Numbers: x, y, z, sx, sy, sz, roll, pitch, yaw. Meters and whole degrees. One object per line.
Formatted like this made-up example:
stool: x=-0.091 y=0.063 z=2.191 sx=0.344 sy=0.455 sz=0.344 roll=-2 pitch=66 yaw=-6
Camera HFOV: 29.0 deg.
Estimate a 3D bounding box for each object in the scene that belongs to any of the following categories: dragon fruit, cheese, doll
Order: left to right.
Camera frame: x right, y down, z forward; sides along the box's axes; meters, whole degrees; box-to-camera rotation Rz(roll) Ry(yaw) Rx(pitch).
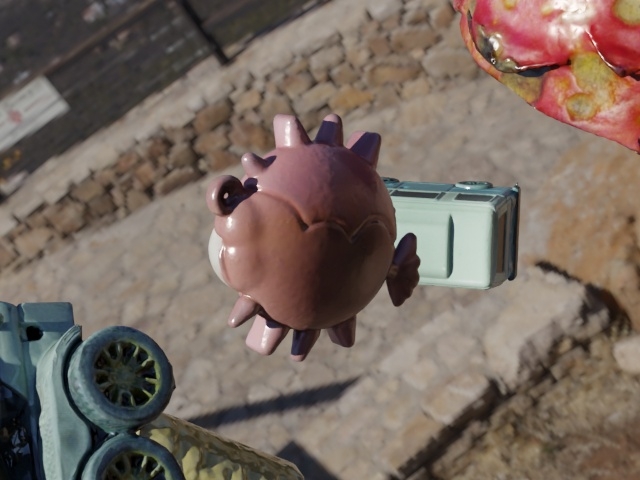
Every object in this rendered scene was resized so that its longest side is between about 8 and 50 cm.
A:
cheese: x=-0.105 y=0.209 z=1.055 sx=0.123 sy=0.167 sz=0.093 roll=-1 pitch=66 yaw=66
doll: x=0.000 y=0.000 z=1.047 sx=0.093 sy=0.262 sz=0.211 roll=16 pitch=91 yaw=43
dragon fruit: x=0.336 y=-0.265 z=1.225 sx=0.386 sy=0.249 sz=0.371 roll=17 pitch=40 yaw=8

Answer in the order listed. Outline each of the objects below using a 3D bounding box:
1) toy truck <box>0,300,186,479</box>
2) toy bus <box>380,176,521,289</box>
toy truck: x=-0.130 y=0.130 z=0.458 sx=0.108 sy=0.140 sz=0.256 roll=-38 pitch=54 yaw=48
toy bus: x=0.108 y=-0.009 z=1.574 sx=0.271 sy=0.133 sz=0.165 roll=4 pitch=10 yaw=17
